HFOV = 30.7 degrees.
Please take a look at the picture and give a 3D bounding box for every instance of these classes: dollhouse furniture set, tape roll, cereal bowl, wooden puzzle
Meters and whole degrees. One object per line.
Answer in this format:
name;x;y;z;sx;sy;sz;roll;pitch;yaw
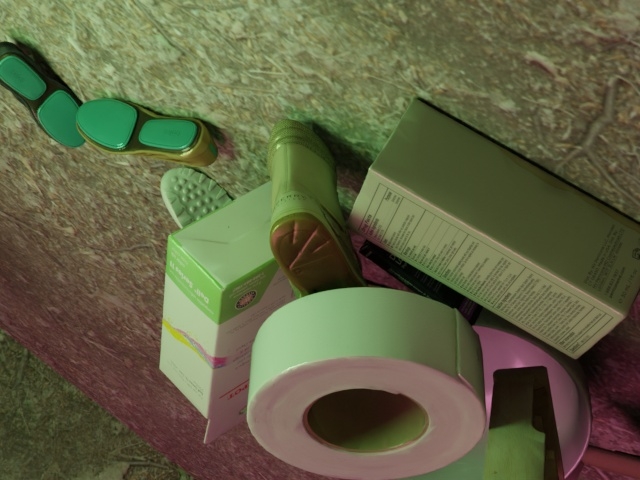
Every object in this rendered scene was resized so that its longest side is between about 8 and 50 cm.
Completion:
dollhouse furniture set;0.398;0.275;1.333;0.394;0.256;0.362;-7;116;15
tape roll;0.056;0.176;1.392;0.286;0.100;0.286;2;140;2
cereal bowl;0.191;0.199;1.573;0.339;0.141;0.339;5;125;7
wooden puzzle;0.500;0.322;1.554;0.238;0.044;0.221;23;170;-31

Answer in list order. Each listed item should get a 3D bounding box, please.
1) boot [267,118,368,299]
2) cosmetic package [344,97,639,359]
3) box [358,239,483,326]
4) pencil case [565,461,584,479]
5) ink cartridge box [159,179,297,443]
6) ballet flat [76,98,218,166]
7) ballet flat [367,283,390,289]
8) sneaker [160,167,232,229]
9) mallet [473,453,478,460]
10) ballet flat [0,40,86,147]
boot;0.000;0.000;1.428;0.095;0.203;0.262;-18;133;11
cosmetic package;0.196;-0.009;1.291;0.309;0.113;0.160;31;156;4
box;0.139;0.013;1.394;0.162;0.116;0.029;35;153;-6
pencil case;0.260;0.281;1.758;0.284;0.124;0.124;36;155;-8
ink cartridge box;-0.109;0.103;1.613;0.119;0.207;0.353;41;142;26
ballet flat;-0.240;-0.140;1.611;0.232;0.080;0.073;17;167;33
ballet flat;0.063;0.100;1.713;0.248;0.086;0.086;26;155;18
sneaker;-0.161;-0.018;1.739;0.235;0.090;0.095;47;161;-26
mallet;0.297;0.286;1.674;0.062;0.189;0.039;51;-165;-13
ballet flat;-0.407;-0.215;1.687;0.074;0.074;0.203;13;155;37
